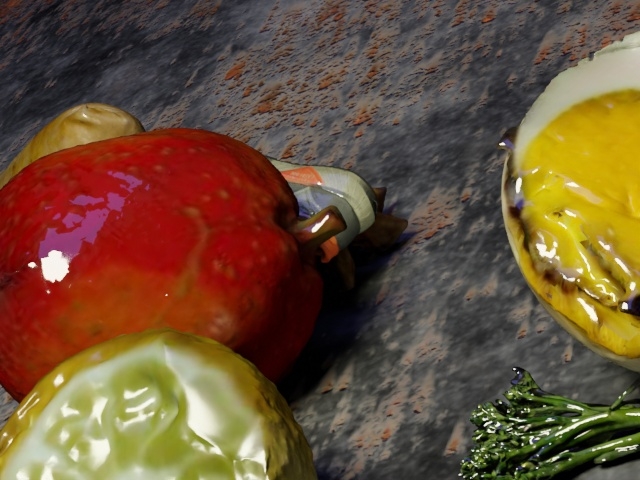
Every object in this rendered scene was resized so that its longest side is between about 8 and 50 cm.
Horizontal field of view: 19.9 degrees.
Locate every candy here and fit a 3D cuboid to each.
[{"bbox_3d":[-0.124,0.187,1.263,0.260,0.118,0.259,-15,56,23],"label":"candy"}]

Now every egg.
[{"bbox_3d":[0.256,0.008,1.242,0.264,0.174,0.286,-12,44,-7],"label":"egg"}]

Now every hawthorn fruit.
[{"bbox_3d":[-0.126,0.031,1.476,0.307,0.265,0.265,-25,25,5],"label":"hawthorn fruit"}]

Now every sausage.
[{"bbox_3d":[-0.288,-0.009,1.757,0.501,0.136,0.123,-29,38,50],"label":"sausage"}]

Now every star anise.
[{"bbox_3d":[0.000,0.000,1.639,0.168,0.057,0.168,-24,25,12],"label":"star anise"}]

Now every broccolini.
[{"bbox_3d":[0.195,0.144,1.182,0.271,0.062,0.123,7,52,47],"label":"broccolini"}]

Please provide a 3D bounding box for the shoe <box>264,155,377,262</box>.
[{"bbox_3d":[-0.045,-0.025,1.591,0.194,0.074,0.077,7,48,34],"label":"shoe"}]
